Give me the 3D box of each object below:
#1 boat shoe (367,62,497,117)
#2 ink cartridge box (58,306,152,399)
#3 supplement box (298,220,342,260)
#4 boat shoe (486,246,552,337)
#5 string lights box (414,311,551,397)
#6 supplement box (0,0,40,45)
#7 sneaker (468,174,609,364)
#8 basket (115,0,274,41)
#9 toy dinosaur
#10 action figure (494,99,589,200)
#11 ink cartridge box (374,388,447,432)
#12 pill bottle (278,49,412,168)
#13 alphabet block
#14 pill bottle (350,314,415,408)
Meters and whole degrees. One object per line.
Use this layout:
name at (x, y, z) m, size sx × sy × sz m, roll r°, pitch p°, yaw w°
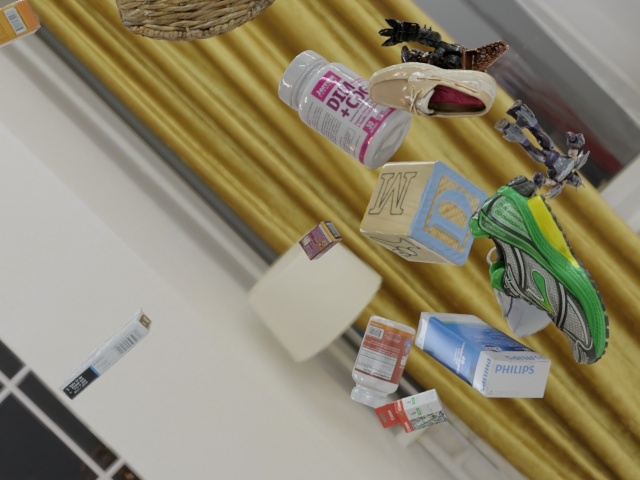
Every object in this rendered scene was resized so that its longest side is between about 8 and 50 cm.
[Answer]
boat shoe at (0.141, -0.189, 1.095) m, size 0.059 × 0.169 × 0.063 m, roll -72°, pitch -21°, yaw -47°
ink cartridge box at (-0.443, 0.233, 1.773) m, size 0.206 × 0.045 × 0.208 m, roll -42°, pitch 8°, yaw -4°
supplement box at (0.000, 0.000, 1.944) m, size 0.083 × 0.055 × 0.043 m, roll -39°, pitch -14°, yaw 24°
boat shoe at (0.417, 0.075, 1.784) m, size 0.135 × 0.157 × 0.367 m, roll -28°, pitch -32°, yaw 3°
string lights box at (0.306, 0.215, 1.627) m, size 0.259 × 0.133 × 0.077 m, roll -146°, pitch 65°, yaw -63°
supplement box at (-0.772, -0.473, 1.948) m, size 0.233 × 0.080 × 0.078 m, roll -33°, pitch 16°, yaw -28°
sneaker at (0.368, 0.067, 1.431) m, size 0.146 × 0.344 × 0.134 m, roll -32°, pitch 7°, yaw 6°
basket at (-0.241, -0.488, 1.595) m, size 0.299 × 0.214 × 0.223 m, roll -15°, pitch 15°, yaw -9°
toy dinosaur at (0.231, -0.351, 1.674) m, size 0.218 × 0.165 × 0.322 m, roll 4°, pitch -27°, yaw -36°
action figure at (0.572, -0.224, 2.155) m, size 0.185 × 0.285 × 0.099 m, roll -51°, pitch 8°, yaw -12°
ink cartridge box at (0.158, 0.306, 1.485) m, size 0.115 × 0.063 × 0.029 m, roll -20°, pitch 37°, yaw 9°
pill bottle at (0.052, -0.301, 1.914) m, size 0.160 × 0.283 × 0.160 m, roll -47°, pitch -18°, yaw -21°
alphabet block at (0.243, -0.064, 2.000) m, size 0.197 × 0.192 × 0.194 m, roll 5°, pitch 69°, yaw 55°
pill bottle at (0.151, 0.306, 2.117) m, size 0.121 × 0.121 × 0.216 m, roll 139°, pitch 149°, yaw -86°
